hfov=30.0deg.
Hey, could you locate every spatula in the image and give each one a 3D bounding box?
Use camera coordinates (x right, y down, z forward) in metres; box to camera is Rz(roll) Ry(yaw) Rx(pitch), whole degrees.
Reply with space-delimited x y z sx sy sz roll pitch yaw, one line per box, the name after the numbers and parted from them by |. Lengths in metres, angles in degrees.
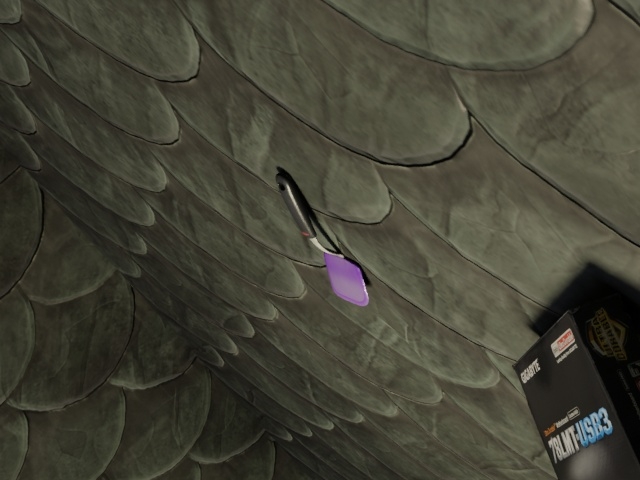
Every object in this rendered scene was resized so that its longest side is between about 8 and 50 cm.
0.000 0.000 1.770 0.084 0.030 0.296 23 157 40 | spatula

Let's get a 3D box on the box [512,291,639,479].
0.333 0.238 1.372 0.295 0.073 0.293 105 145 -72 | box
